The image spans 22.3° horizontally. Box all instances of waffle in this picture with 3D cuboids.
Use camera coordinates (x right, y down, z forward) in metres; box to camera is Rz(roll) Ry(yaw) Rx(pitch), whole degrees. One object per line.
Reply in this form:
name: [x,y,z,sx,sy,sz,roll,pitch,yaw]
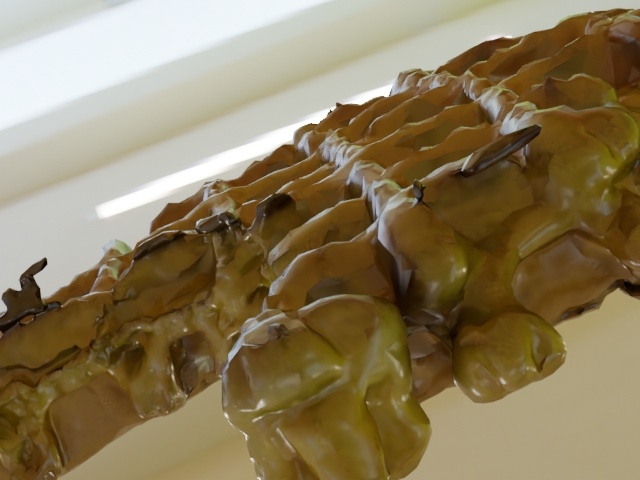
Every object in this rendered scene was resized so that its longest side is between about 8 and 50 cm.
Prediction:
waffle: [0.000,0.000,0.495,0.293,0.069,0.259,-16,-164,47]
